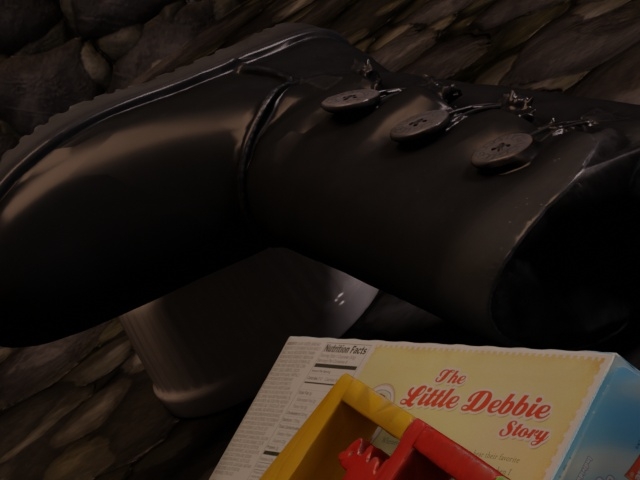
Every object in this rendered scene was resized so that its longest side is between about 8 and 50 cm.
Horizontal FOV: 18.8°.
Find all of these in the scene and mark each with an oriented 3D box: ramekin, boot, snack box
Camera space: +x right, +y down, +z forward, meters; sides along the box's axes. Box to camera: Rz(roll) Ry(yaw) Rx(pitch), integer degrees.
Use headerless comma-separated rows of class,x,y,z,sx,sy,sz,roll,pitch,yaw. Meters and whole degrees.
ramekin,-0.064,0.034,1.526,0.207,0.109,0.207,-30,17,10
boot,0.001,-0.001,1.254,0.367,0.146,0.445,-37,35,-22
snack box,0.034,0.144,1.008,0.322,0.060,0.187,-2,55,61

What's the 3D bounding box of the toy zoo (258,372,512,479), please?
toy zoo,0.007,0.171,0.906,0.192,0.030,0.293,-56,24,-3
